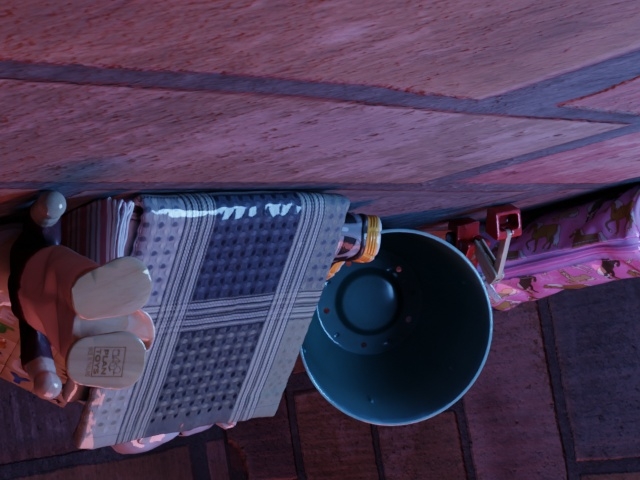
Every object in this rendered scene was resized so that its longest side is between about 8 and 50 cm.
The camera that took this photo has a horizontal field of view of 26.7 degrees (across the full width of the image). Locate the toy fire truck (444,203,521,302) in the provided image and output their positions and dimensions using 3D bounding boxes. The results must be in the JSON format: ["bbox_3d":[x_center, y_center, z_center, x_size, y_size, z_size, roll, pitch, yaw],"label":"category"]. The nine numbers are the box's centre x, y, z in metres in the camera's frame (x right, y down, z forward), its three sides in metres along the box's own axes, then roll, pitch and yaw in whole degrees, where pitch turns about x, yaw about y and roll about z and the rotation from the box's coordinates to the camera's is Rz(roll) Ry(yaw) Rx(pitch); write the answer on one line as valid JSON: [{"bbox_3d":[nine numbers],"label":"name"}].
[{"bbox_3d":[0.251,0.026,2.100,0.047,0.192,0.135,-12,-156,-28],"label":"toy fire truck"}]

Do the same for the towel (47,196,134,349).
[{"bbox_3d":[-0.250,0.039,1.426,0.029,0.144,0.197,7,168,-32],"label":"towel"}]

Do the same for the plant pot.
[{"bbox_3d":[0.096,0.113,2.086,0.293,0.293,0.235,-8,-171,-6],"label":"plant pot"}]

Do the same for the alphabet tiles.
[{"bbox_3d":[-0.421,0.162,1.993,0.285,0.011,0.342,28,150,-10],"label":"alphabet tiles"}]

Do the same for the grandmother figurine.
[{"bbox_3d":[-0.264,0.052,1.333,0.104,0.208,0.342,10,-172,-30],"label":"grandmother figurine"}]

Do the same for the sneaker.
[{"bbox_3d":[0.000,0.000,1.823,0.083,0.084,0.215,9,163,-26],"label":"sneaker"}]

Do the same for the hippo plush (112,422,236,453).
[{"bbox_3d":[-0.223,0.136,1.721,0.234,0.237,0.294,10,-156,41],"label":"hippo plush"}]

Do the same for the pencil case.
[{"bbox_3d":[0.406,0.012,2.143,0.160,0.167,0.386,35,147,-32],"label":"pencil case"}]

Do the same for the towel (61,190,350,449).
[{"bbox_3d":[-0.131,0.084,1.551,0.312,0.324,0.056,-4,-148,-44],"label":"towel"}]
